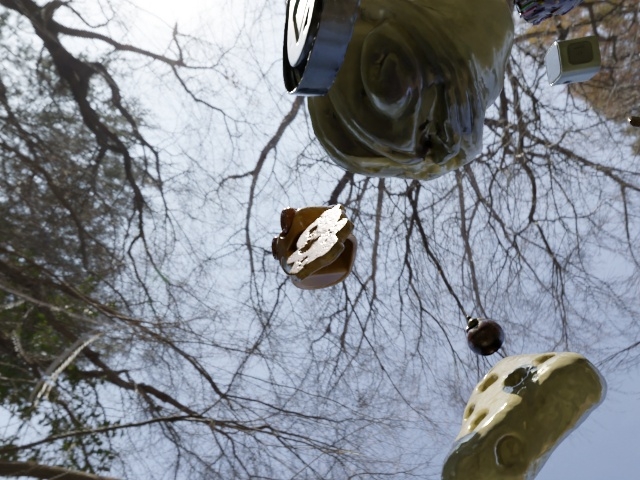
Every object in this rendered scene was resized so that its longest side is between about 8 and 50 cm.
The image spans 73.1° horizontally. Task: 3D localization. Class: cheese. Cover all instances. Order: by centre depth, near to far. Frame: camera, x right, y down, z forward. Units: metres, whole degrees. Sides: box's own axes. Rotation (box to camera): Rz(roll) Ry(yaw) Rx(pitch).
[{"bbox_3d":[0.360,0.369,0.873,0.351,0.328,0.129,-41,-102,-9],"label":"cheese"}]

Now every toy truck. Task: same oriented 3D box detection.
[{"bbox_3d":[-0.020,0.014,1.298,0.204,0.288,0.211,-3,-132,-23],"label":"toy truck"}]

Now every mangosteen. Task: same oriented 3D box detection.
[{"bbox_3d":[0.340,0.200,0.901,0.081,0.081,0.080,-11,-120,20],"label":"mangosteen"}]

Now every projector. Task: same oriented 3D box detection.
[{"bbox_3d":[0.564,-0.402,0.969,0.082,0.083,0.083,-7,-93,9],"label":"projector"}]

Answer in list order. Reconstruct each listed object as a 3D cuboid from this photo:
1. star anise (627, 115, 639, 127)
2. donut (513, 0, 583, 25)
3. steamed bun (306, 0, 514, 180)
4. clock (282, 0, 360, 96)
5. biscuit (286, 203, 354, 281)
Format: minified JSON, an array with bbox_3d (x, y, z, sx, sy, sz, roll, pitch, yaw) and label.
[{"bbox_3d":[0.742,-0.234,0.717,0.350,0.292,0.108,-6,-100,-15],"label":"star anise"},{"bbox_3d":[0.366,-0.456,0.657,0.096,0.216,0.230,10,-75,40],"label":"donut"},{"bbox_3d":[0.145,-0.254,0.743,0.352,0.339,0.247,-5,-151,15],"label":"steamed bun"},{"bbox_3d":[-0.002,-0.276,0.501,0.042,0.215,0.214,5,-121,-17],"label":"clock"},{"bbox_3d":[0.002,0.002,0.991,0.184,0.035,0.249,-35,-160,19],"label":"biscuit"}]
